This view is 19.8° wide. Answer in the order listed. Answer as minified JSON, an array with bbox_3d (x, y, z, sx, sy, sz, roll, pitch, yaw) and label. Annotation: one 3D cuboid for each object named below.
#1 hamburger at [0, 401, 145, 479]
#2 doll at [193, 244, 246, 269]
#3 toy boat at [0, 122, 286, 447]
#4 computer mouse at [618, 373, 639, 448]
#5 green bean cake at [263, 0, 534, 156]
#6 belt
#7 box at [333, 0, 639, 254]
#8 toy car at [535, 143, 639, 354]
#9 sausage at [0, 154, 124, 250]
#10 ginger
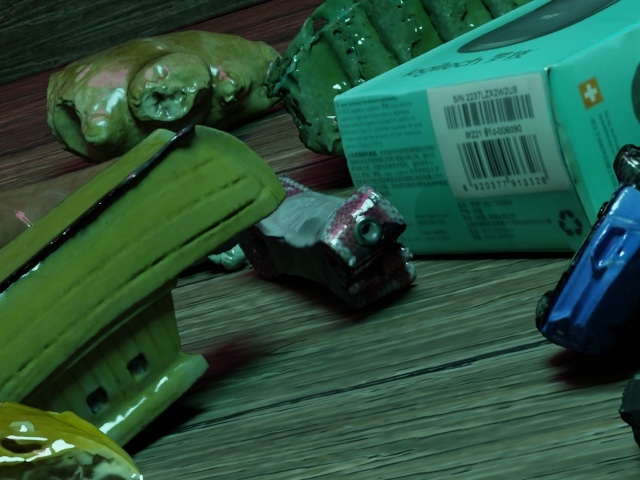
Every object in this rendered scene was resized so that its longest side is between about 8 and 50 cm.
[{"bbox_3d":[-0.183,0.144,0.609,0.283,0.144,0.156,-22,12,-5],"label":"hamburger"},{"bbox_3d":[-0.075,-0.007,1.312,0.083,0.050,0.076,-12,10,35],"label":"doll"},{"bbox_3d":[-0.139,0.062,0.954,0.321,0.121,0.089,-43,24,-29],"label":"toy boat"},{"bbox_3d":[0.152,0.062,0.684,0.079,0.047,0.135,-25,1,3],"label":"computer mouse"},{"bbox_3d":[0.094,-0.168,1.463,0.255,0.132,0.241,-32,3,17],"label":"green bean cake"},{"bbox_3d":[0.000,0.000,1.134,0.053,0.071,0.232,-29,12,-14],"label":"belt"},{"bbox_3d":[0.190,-0.100,1.151,0.311,0.118,0.205,-28,17,-33],"label":"box"},{"bbox_3d":[0.164,-0.009,0.886,0.063,0.103,0.216,29,30,9],"label":"toy car"},{"bbox_3d":[-0.227,-0.006,1.446,0.433,0.088,0.088,-13,14,25],"label":"sausage"},{"bbox_3d":[-0.148,-0.157,1.872,0.270,0.123,0.219,-20,10,-5],"label":"ginger"}]
